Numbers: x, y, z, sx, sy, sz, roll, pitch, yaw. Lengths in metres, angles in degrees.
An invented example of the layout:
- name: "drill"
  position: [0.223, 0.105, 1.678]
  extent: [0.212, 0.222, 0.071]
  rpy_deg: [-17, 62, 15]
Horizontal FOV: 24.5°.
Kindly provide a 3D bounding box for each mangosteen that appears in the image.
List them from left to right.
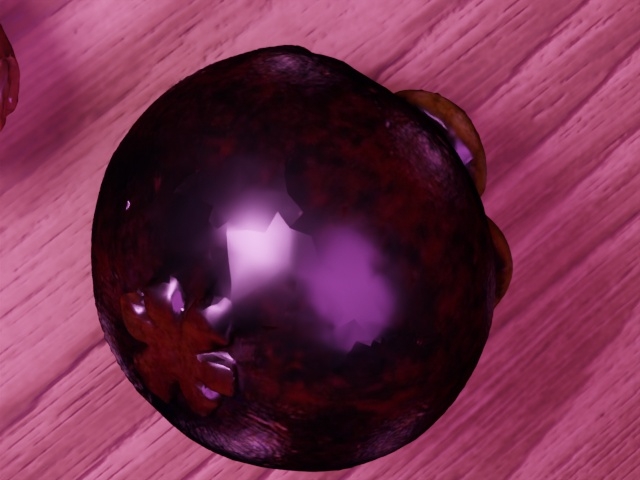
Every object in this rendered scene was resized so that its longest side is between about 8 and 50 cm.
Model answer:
- name: "mangosteen"
  position: [0.000, 0.000, 1.078]
  extent: [0.347, 0.307, 0.307]
  rpy_deg: [-39, 122, -43]

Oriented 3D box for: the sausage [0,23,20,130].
- name: "sausage"
  position: [-0.317, -0.158, 0.954]
  extent: [0.152, 0.152, 0.280]
  rpy_deg: [-46, 118, -4]
